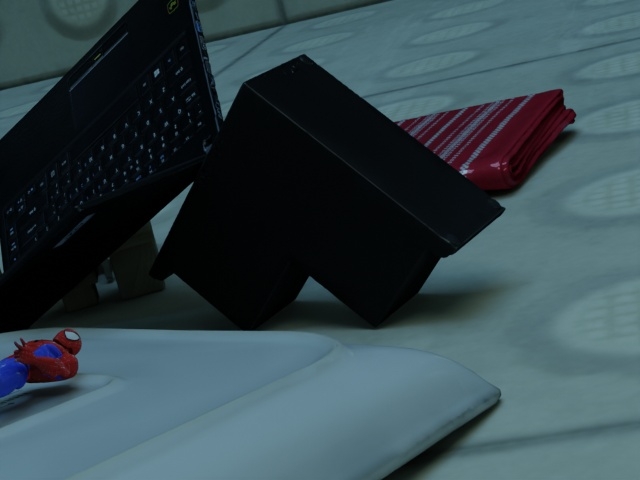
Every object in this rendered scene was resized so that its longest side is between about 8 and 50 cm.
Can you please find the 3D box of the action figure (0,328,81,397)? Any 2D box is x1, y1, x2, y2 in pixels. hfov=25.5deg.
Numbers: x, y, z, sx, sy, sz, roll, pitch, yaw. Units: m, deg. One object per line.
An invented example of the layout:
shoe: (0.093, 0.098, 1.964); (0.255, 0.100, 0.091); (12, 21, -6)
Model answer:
action figure: (-0.137, 0.058, 0.608); (0.038, 0.030, 0.115); (-9, 5, 26)

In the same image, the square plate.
square plate: (-0.150, 0.095, 0.629); (0.344, 0.049, 0.347); (-1, 11, 36)

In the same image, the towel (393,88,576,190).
towel: (0.057, -0.062, 1.159); (0.275, 0.031, 0.199); (-9, 17, 28)

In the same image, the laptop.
laptop: (-0.185, -0.041, 0.908); (0.137, 0.264, 0.234); (22, -48, -41)

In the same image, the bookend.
bookend: (0.000, 0.000, 0.853); (0.157, 0.156, 0.072); (38, 35, 13)

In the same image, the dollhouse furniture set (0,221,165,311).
dollhouse furniture set: (-0.220, -0.004, 1.063); (0.182, 0.101, 0.161); (-16, 14, -6)
